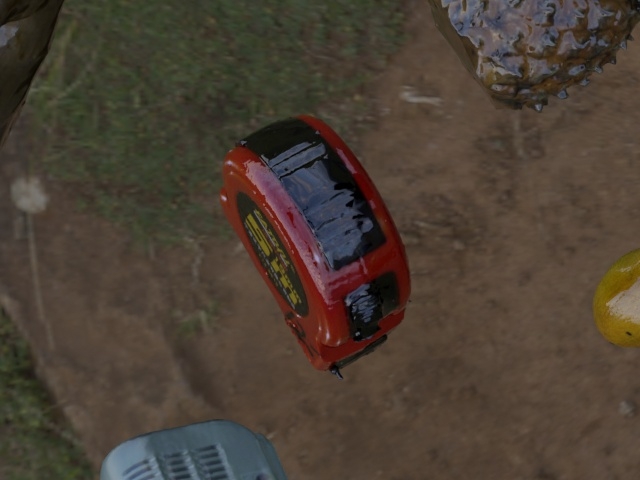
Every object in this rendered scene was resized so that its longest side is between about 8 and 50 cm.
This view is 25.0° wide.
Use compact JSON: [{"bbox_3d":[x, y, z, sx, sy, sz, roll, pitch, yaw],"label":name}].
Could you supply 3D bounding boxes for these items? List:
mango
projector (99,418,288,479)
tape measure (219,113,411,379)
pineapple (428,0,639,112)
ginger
[{"bbox_3d":[0.337,0.045,1.438,0.098,0.075,0.190,37,133,6],"label":"mango"},{"bbox_3d":[-0.065,0.254,0.830,0.250,0.108,0.198,103,150,-45],"label":"projector"},{"bbox_3d":[0.000,-0.001,1.473,0.114,0.260,0.253,-29,81,-15],"label":"tape measure"},{"bbox_3d":[0.269,-0.250,1.218,0.364,0.165,0.165,-33,79,0],"label":"pineapple"},{"bbox_3d":[-0.226,-0.110,0.943,0.080,0.166,0.333,38,118,-7],"label":"ginger"}]
